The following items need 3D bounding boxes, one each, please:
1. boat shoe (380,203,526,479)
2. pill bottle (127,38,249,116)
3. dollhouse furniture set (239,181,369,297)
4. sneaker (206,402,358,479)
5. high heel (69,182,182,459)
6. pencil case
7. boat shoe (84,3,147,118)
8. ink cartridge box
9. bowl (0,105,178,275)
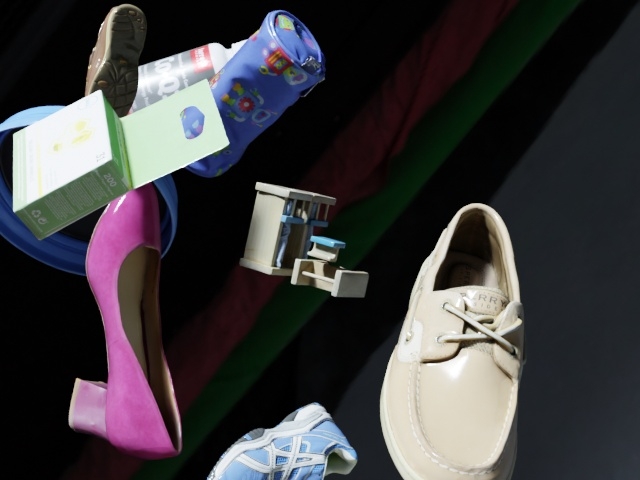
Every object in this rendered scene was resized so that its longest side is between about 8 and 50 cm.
[{"bbox_3d":[0.127,0.089,0.879,0.341,0.121,0.110,-81,3,-54],"label":"boat shoe"},{"bbox_3d":[-0.238,-0.279,1.827,0.283,0.161,0.161,-18,-30,1],"label":"pill bottle"},{"bbox_3d":[0.000,0.000,1.434,0.129,0.183,0.129,5,-81,-55],"label":"dollhouse furniture set"},{"bbox_3d":[-0.043,0.244,1.017,0.211,0.081,0.080,-24,-35,-43],"label":"sneaker"},{"bbox_3d":[-0.230,0.105,1.327,0.127,0.181,0.377,7,-89,-61],"label":"high heel"},{"bbox_3d":[-0.116,-0.224,1.530,0.133,0.119,0.306,36,-56,-20],"label":"pencil case"},{"bbox_3d":[-0.283,-0.230,1.302,0.064,0.060,0.178,14,-91,-35],"label":"boat shoe"},{"bbox_3d":[-0.231,-0.114,1.087,0.235,0.171,0.056,-27,-52,4],"label":"ink cartridge box"},{"bbox_3d":[-0.455,-0.089,1.807,0.391,0.391,0.077,102,-179,-46],"label":"bowl"}]
